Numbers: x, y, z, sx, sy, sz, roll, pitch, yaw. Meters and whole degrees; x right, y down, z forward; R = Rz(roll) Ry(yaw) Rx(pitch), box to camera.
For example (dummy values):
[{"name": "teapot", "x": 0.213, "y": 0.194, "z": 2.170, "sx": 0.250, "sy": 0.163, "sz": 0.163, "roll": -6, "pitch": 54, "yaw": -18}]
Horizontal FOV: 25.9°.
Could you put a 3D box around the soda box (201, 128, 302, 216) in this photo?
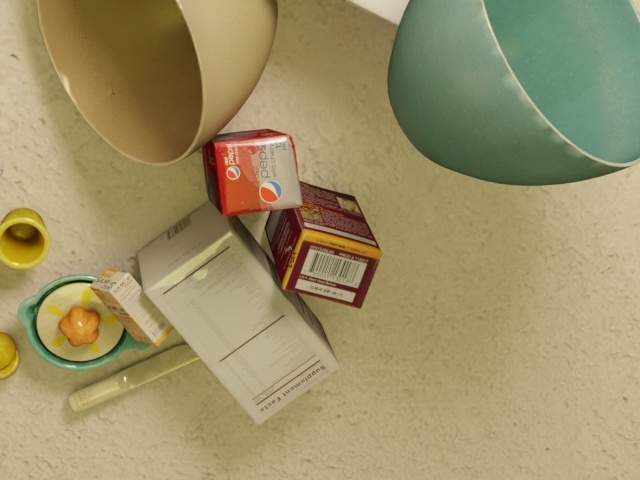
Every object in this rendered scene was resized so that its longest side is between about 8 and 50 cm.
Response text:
[{"name": "soda box", "x": -0.087, "y": -0.084, "z": 1.633, "sx": 0.092, "sy": 0.263, "sz": 0.083, "roll": -7, "pitch": 96, "yaw": -8}]

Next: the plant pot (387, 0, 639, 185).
[{"name": "plant pot", "x": 0.183, "y": -0.172, "z": 1.422, "sx": 0.290, "sy": 0.290, "sz": 0.195, "roll": 42, "pitch": 134, "yaw": -23}]

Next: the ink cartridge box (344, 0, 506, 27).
[{"name": "ink cartridge box", "x": 0.045, "y": -0.343, "z": 1.573, "sx": 0.307, "sy": 0.223, "sz": 0.129, "roll": 24, "pitch": 107, "yaw": -19}]

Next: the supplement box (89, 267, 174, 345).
[{"name": "supplement box", "x": -0.234, "y": 0.083, "z": 1.730, "sx": 0.036, "sy": 0.062, "sz": 0.098, "roll": -48, "pitch": 117, "yaw": -21}]

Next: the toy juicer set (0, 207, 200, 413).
[{"name": "toy juicer set", "x": -0.332, "y": 0.128, "z": 1.778, "sx": 0.209, "sy": 0.089, "sz": 0.329, "roll": -43, "pitch": 114, "yaw": 8}]

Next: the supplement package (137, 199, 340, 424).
[{"name": "supplement package", "x": -0.105, "y": 0.089, "z": 1.777, "sx": 0.139, "sy": 0.134, "sz": 0.244, "roll": -35, "pitch": 114, "yaw": 4}]

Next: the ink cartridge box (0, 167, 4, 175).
[{"name": "ink cartridge box", "x": -0.521, "y": -0.052, "z": 1.692, "sx": 0.206, "sy": 0.045, "sz": 0.208, "roll": 28, "pitch": 106, "yaw": -19}]

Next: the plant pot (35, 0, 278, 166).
[{"name": "plant pot", "x": -0.159, "y": -0.249, "z": 1.578, "sx": 0.191, "sy": 0.284, "sz": 0.284, "roll": -31, "pitch": 121, "yaw": -37}]

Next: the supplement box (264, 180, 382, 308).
[{"name": "supplement box", "x": 0.000, "y": 0.000, "z": 1.729, "sx": 0.104, "sy": 0.188, "sz": 0.081, "roll": 16, "pitch": 110, "yaw": -16}]
